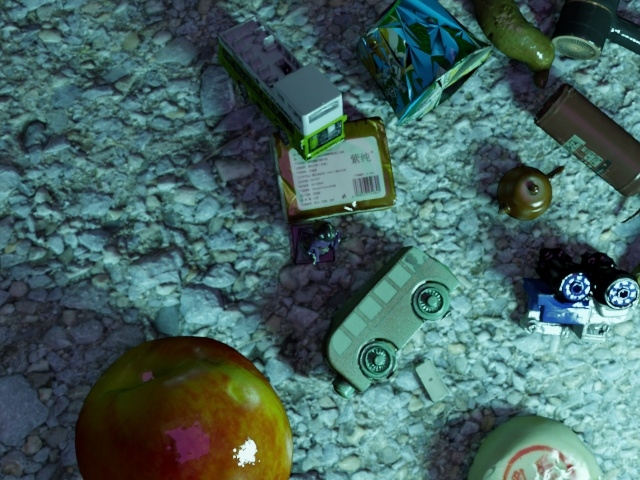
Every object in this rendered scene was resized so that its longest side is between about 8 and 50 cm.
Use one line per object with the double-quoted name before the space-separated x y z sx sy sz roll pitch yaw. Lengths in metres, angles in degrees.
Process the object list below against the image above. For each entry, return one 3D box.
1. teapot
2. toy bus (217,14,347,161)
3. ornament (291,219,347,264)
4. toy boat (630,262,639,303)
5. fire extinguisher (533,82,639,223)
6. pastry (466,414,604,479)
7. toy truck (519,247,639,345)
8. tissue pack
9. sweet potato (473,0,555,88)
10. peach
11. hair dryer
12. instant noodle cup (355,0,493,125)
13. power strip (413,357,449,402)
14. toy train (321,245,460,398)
"teapot" 0.413 -0.099 1.890 0.173 0.116 0.116 -34 90 -8
"toy bus" -0.078 -0.296 1.794 0.113 0.139 0.302 -32 65 -19
"ornament" 0.008 -0.001 1.802 0.081 0.203 0.088 -6 85 -14
"toy boat" 0.709 0.045 1.931 0.088 0.068 0.226 44 83 -7
"fire extinguisher" 0.574 -0.157 1.919 0.337 0.106 0.147 40 109 -2
"pastry" 0.415 0.468 1.845 0.264 0.133 0.265 0 90 -8
"toy truck" 0.509 0.120 1.877 0.213 0.161 0.177 5 105 -6
"tissue pack" 0.024 -0.136 1.862 0.226 0.092 0.183 -10 87 -5
"sweet potato" 0.378 -0.444 1.916 0.124 0.098 0.310 -23 87 -28
"peach" -0.226 0.361 1.678 0.388 0.388 0.388 0 86 -6
"hair dryer" 0.657 -0.425 1.953 0.352 0.107 0.189 22 83 -12
"instant noodle cup" 0.188 -0.360 1.838 0.240 0.240 0.178 -38 83 -7
"power strip" 0.220 0.278 1.892 0.040 0.016 0.090 -30 90 -7
"toy train" 0.122 0.154 1.836 0.159 0.129 0.326 42 83 2
